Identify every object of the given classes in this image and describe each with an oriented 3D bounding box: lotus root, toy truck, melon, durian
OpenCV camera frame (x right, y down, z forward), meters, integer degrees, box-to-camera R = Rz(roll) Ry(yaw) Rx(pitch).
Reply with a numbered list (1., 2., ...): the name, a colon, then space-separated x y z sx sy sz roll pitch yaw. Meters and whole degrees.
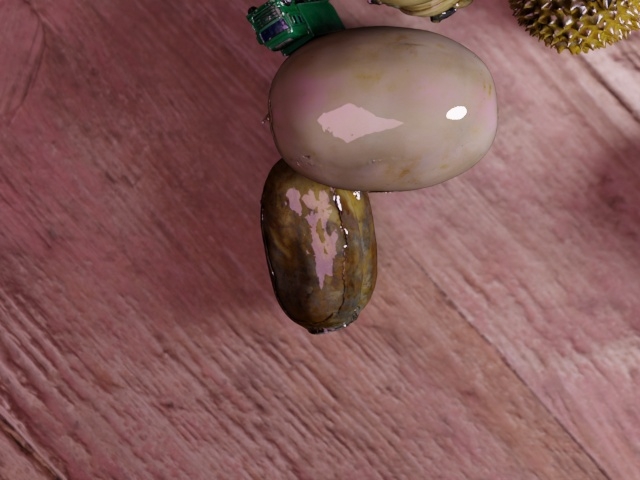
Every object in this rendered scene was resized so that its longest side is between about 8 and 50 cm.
1. lotus root: 0.000 0.000 1.987 0.160 0.152 0.275 1 107 21
2. toy truck: -0.036 -0.300 1.854 0.065 0.147 0.079 -29 87 30
3. melon: 0.080 -0.175 1.821 0.316 0.223 0.223 -3 115 5
4. durian: 0.342 -0.332 1.696 0.193 0.138 0.237 33 121 5

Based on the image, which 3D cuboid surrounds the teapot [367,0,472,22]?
1. teapot: 0.120 -0.359 1.770 0.269 0.173 0.182 -7 137 35
